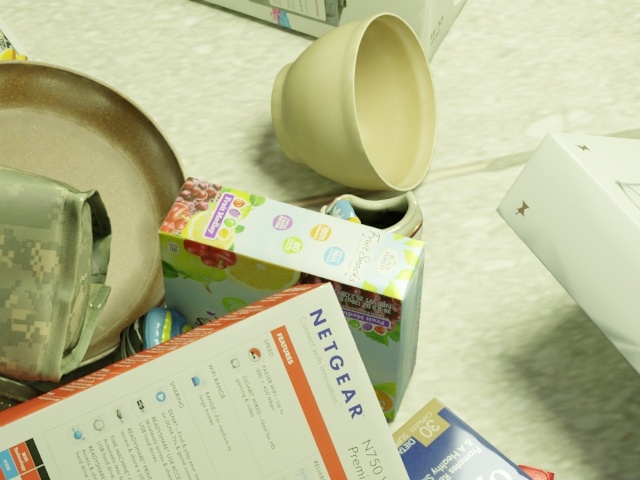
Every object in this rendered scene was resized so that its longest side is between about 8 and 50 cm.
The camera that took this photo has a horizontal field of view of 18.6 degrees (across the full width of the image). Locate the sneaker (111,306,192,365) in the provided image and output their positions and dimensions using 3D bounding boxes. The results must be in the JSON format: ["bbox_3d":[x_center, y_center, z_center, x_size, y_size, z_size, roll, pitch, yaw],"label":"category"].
[{"bbox_3d":[-0.146,0.148,1.593,0.067,0.078,0.188,25,59,-37],"label":"sneaker"}]

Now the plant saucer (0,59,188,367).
[{"bbox_3d":[-0.267,-0.015,1.702,0.310,0.050,0.310,4,62,-8],"label":"plant saucer"}]

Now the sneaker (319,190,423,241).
[{"bbox_3d":[0.000,0.000,1.711,0.185,0.084,0.069,-16,52,-15],"label":"sneaker"}]

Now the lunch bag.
[{"bbox_3d":[-0.289,0.017,1.518,0.235,0.287,0.169,8,93,0],"label":"lunch bag"}]

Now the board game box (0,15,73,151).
[{"bbox_3d":[-0.384,-0.158,1.855,0.193,0.053,0.305,-26,55,-21],"label":"board game box"}]

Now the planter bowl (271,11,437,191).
[{"bbox_3d":[0.024,-0.121,1.785,0.109,0.162,0.162,-5,43,31],"label":"planter bowl"}]

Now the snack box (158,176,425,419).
[{"bbox_3d":[-0.023,0.050,1.609,0.207,0.174,0.070,17,54,11],"label":"snack box"}]

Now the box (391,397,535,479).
[{"bbox_3d":[0.124,0.237,1.537,0.136,0.036,0.225,-39,62,-22],"label":"box"}]

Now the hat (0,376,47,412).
[{"bbox_3d":[-0.287,0.251,1.433,0.331,0.331,0.134,-18,11,-17],"label":"hat"}]

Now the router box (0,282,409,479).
[{"bbox_3d":[-0.073,0.240,1.380,0.301,0.082,0.335,-23,94,-20],"label":"router box"}]

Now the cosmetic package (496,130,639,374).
[{"bbox_3d":[0.358,0.068,1.574,0.284,0.097,0.377,-1,42,-44],"label":"cosmetic package"}]

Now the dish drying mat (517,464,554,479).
[{"bbox_3d":[0.167,0.218,1.580,0.032,0.008,0.083,12,50,10],"label":"dish drying mat"}]

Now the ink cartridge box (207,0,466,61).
[{"bbox_3d":[0.007,-0.325,1.961,0.306,0.131,0.226,18,51,15],"label":"ink cartridge box"}]
